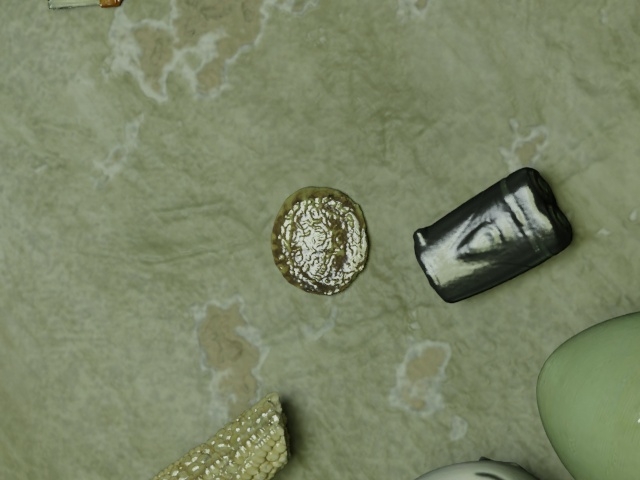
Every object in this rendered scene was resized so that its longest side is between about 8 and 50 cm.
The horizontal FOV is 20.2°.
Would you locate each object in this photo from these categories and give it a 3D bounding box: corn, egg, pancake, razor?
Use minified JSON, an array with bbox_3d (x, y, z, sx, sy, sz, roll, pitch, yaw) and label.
[{"bbox_3d":[-0.101,0.243,1.842,0.211,0.087,0.087,-37,77,13],"label":"corn"},{"bbox_3d":[0.327,0.164,1.592,0.295,0.218,0.218,18,98,36],"label":"egg"},{"bbox_3d":[0.000,0.000,1.830,0.115,0.011,0.115,0,91,22],"label":"pancake"},{"bbox_3d":[0.165,-0.002,1.739,0.148,0.054,0.090,-30,80,21],"label":"razor"}]

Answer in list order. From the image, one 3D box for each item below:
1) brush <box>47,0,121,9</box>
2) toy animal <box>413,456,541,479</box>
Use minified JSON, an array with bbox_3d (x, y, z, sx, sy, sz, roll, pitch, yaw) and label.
[{"bbox_3d":[-0.151,-0.297,1.888,0.314,0.017,0.090,-2,93,22],"label":"brush"},{"bbox_3d":[0.124,0.333,1.675,0.212,0.212,0.267,47,107,15],"label":"toy animal"}]
